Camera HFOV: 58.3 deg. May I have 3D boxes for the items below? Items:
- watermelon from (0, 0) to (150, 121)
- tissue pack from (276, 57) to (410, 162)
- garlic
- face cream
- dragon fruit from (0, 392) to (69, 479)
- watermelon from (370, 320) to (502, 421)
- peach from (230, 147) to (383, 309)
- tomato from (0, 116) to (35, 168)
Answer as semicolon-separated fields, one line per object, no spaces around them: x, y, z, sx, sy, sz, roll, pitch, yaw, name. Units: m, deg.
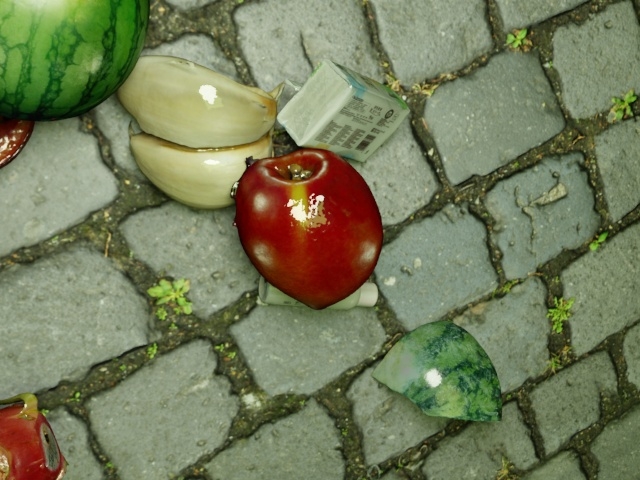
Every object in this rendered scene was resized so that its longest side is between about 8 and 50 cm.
-0.431;-0.358;0.870;0.363;0.363;0.363;-4;101;-19;watermelon
0.039;-0.269;1.148;0.159;0.145;0.229;-46;154;27;tissue pack
-0.226;-0.214;1.088;0.313;0.286;0.249;3;54;-26;garlic
0.001;0.110;1.278;0.269;0.082;0.082;6;98;-21;face cream
-0.600;0.410;1.054;0.227;0.224;0.224;-11;103;-16;dragon fruit
0.282;0.324;1.387;0.260;0.256;0.176;8;141;-29;watermelon
0.000;0.000;1.087;0.257;0.201;0.362;-30;121;-29;peach
-0.617;-0.207;0.987;0.228;0.101;0.228;1;89;-30;tomato
